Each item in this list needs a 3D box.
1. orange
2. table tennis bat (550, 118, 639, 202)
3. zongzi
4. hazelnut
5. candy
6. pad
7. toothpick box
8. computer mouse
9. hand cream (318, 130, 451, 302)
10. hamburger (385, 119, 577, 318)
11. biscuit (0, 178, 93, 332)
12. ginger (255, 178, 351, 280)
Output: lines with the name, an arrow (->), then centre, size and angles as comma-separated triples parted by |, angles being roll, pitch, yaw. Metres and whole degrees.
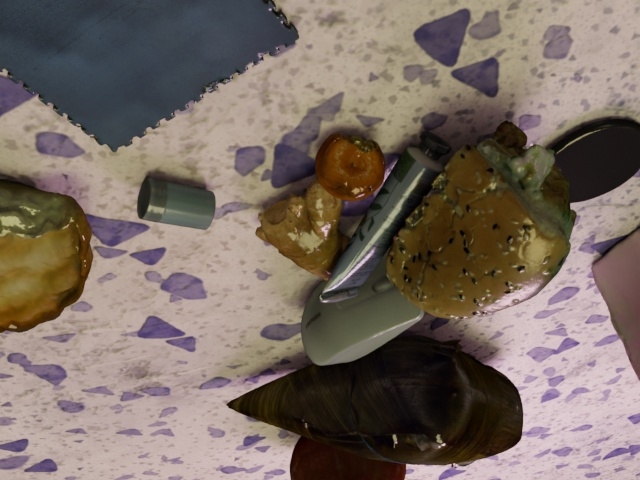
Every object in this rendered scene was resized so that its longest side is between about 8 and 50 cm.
orange -> 0.035, -0.087, 0.987 | 0.086, 0.086, 0.062 | -7, 179, -6
table tennis bat -> 0.329, -0.084, 1.106 | 0.236, 0.027, 0.150 | -28, 141, 20
zongzi -> 0.112, 0.298, 1.461 | 0.432, 0.208, 0.403 | -11, 158, 31
hazelnut -> 0.059, 0.448, 1.594 | 0.229, 0.230, 0.230 | -7, 144, -5
candy -> 0.532, 0.119, 1.233 | 0.115, 0.265, 0.155 | 13, 138, -34
pad -> -0.196, -0.213, 0.803 | 0.269, 0.012, 0.269 | -26, 141, 19
toothpick box -> -0.175, -0.044, 1.002 | 0.083, 0.052, 0.052 | 11, 139, -29
computer mouse -> 0.051, 0.099, 1.193 | 0.079, 0.128, 0.231 | 17, 135, -42
hand cream -> 0.082, -0.021, 1.043 | 0.088, 0.055, 0.256 | -9, 134, -55
hamburger -> 0.205, -0.006, 1.003 | 0.167, 0.192, 0.288 | -23, 156, -39
biscuit -> -0.449, 0.017, 0.996 | 0.335, 0.078, 0.329 | 16, 139, -32
ginger -> -0.014, 0.000, 1.082 | 0.115, 0.081, 0.205 | -30, 140, -6
